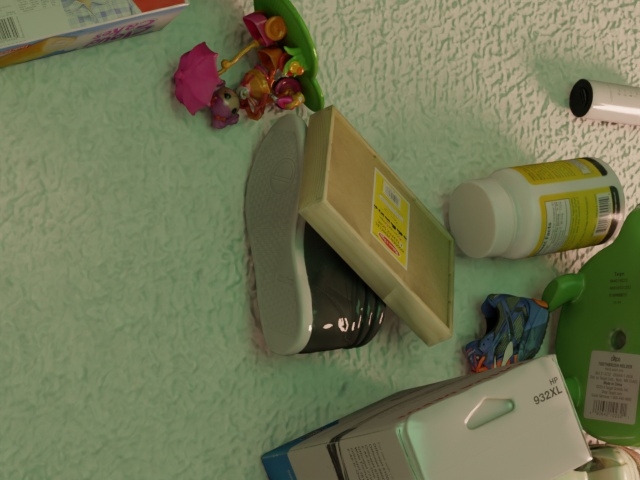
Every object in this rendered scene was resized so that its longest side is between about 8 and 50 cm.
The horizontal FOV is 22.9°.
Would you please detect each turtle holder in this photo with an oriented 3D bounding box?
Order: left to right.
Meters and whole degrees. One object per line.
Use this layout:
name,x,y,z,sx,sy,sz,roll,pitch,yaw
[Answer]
turtle holder,0.426,0.109,2.019,0.227,0.243,0.320,12,54,-36

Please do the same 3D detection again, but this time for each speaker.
speaker,0.411,-0.189,2.177,0.136,0.055,0.055,4,76,-29

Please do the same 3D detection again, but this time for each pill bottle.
pill bottle,0.276,-0.039,2.026,0.208,0.119,0.119,-8,82,-31

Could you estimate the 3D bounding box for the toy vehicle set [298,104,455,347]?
toy vehicle set,0.072,-0.016,1.871,0.267,0.035,0.166,46,33,-32

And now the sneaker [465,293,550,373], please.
sneaker,0.215,0.163,1.975,0.087,0.083,0.221,23,61,-9

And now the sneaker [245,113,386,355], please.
sneaker,0.000,0.000,1.879,0.147,0.104,0.296,12,66,-41

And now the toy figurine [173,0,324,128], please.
toy figurine,-0.096,-0.192,1.878,0.159,0.130,0.173,-32,119,-18

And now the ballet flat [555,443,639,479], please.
ballet flat,0.319,0.305,1.970,0.316,0.106,0.107,-2,75,-30

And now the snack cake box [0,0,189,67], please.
snack cake box,-0.298,-0.295,1.781,0.264,0.089,0.152,-19,85,-32

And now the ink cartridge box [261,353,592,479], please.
ink cartridge box,0.112,0.239,1.751,0.223,0.307,0.129,-20,88,-31
